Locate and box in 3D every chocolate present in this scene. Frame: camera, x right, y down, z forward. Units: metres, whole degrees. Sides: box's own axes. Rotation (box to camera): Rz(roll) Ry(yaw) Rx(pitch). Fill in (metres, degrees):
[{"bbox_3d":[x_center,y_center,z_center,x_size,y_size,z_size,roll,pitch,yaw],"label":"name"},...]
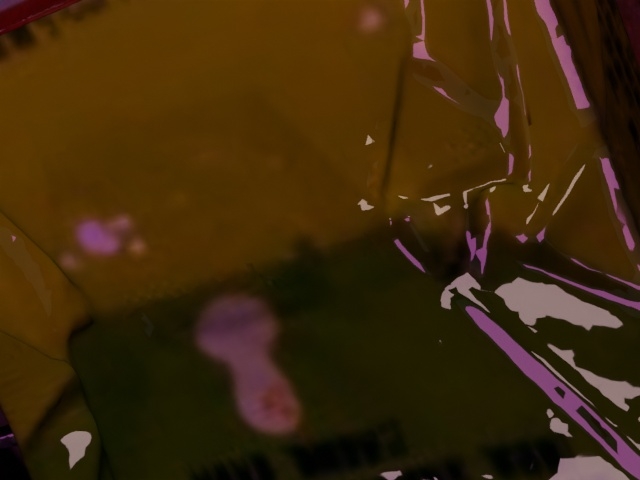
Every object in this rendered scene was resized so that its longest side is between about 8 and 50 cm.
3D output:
[{"bbox_3d":[0.000,0.000,0.690,0.301,0.137,0.289,-15,105,28],"label":"chocolate"}]

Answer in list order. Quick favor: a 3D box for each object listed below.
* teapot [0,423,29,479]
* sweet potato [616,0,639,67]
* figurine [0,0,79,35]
[{"bbox_3d":[-0.173,0.157,0.786,0.177,0.087,0.096,-44,107,4],"label":"teapot"},{"bbox_3d":[0.149,-0.210,0.723,0.131,0.131,0.337,-7,94,-4],"label":"sweet potato"},{"bbox_3d":[-0.190,-0.140,0.524,0.183,0.226,0.160,-19,86,23],"label":"figurine"}]
